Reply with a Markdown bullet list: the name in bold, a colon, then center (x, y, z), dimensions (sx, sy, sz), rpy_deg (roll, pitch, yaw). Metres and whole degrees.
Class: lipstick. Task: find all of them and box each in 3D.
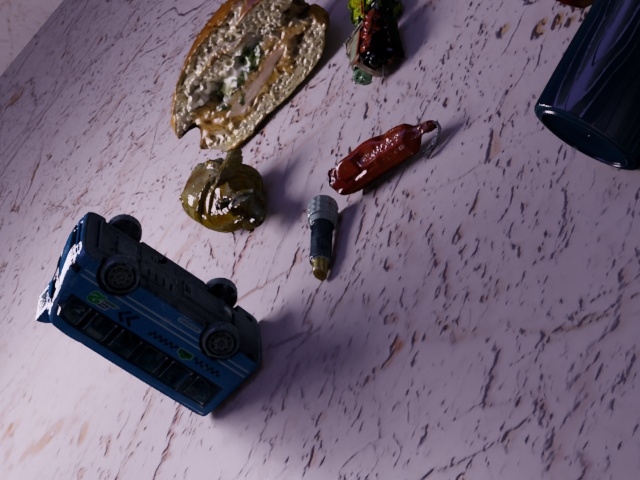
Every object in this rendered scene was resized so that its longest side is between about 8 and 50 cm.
- **lipstick**: center (0.000, 0.000, 1.872), dimensions (0.037, 0.037, 0.116), rpy_deg (-38, 32, 34)

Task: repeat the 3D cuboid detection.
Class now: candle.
- **candle**: center (0.072, -0.094, 1.844), dimensions (0.162, 0.053, 0.048), rpy_deg (-31, 38, 39)

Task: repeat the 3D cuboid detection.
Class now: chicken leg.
- **chicken leg**: center (-0.113, -0.059, 2.106), dimensions (0.103, 0.088, 0.228), rpy_deg (-46, 17, -14)

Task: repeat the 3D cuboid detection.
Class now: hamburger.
- **hamburger**: center (-0.108, -0.257, 2.297), dimensions (0.283, 0.144, 0.156), rpy_deg (-45, 24, 27)

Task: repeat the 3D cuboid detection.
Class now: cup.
- **cup**: center (0.273, -0.143, 1.440), dimensions (0.138, 0.113, 0.150), rpy_deg (-59, 21, -6)

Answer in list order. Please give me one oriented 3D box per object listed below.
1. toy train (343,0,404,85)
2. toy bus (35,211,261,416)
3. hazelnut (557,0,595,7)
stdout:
- **toy train**: center (0.067, -0.280, 2.111), dimensions (0.085, 0.053, 0.249), rpy_deg (-50, 22, 31)
- **toy bus**: center (-0.191, 0.083, 1.853), dimensions (0.134, 0.246, 0.113), rpy_deg (-48, 22, 20)
- **hazelnut**: center (0.262, -0.351, 1.658), dimensions (0.212, 0.181, 0.181), rpy_deg (-45, 23, 19)
